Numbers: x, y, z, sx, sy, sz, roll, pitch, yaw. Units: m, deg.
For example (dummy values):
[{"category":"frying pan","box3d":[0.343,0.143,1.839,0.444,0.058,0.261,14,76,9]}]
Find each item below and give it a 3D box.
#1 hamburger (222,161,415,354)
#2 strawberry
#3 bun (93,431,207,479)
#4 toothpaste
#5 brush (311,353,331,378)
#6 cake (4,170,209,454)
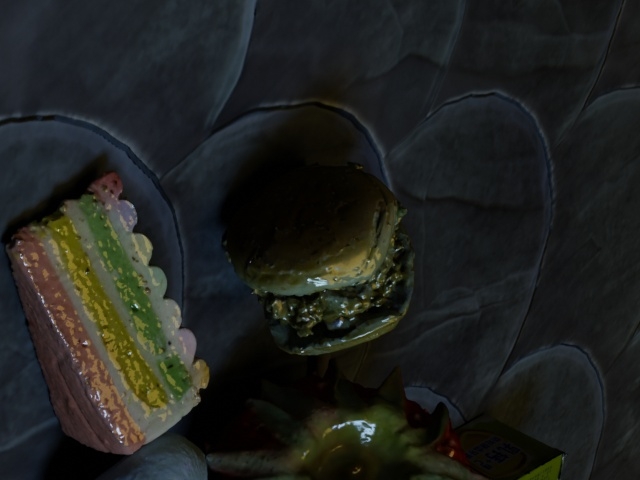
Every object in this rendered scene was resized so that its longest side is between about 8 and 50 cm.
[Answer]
[{"category":"hamburger","box3d":[0.000,0.000,1.670,0.185,0.159,0.131,-97,163,-45]},{"category":"strawberry","box3d":[0.002,0.287,1.781,0.292,0.292,0.343,-40,159,-36]},{"category":"bun","box3d":[-0.147,0.218,1.604,0.141,0.083,0.141,-36,179,-1]},{"category":"toothpaste","box3d":[0.122,0.281,2.069,0.327,0.110,0.077,-22,127,-49]},{"category":"brush","box3d":[0.002,0.098,1.849,0.070,0.021,0.196,-35,137,-38]},{"category":"cake","box3d":[-0.159,0.064,1.525,0.109,0.090,0.225,-40,140,-30]}]
